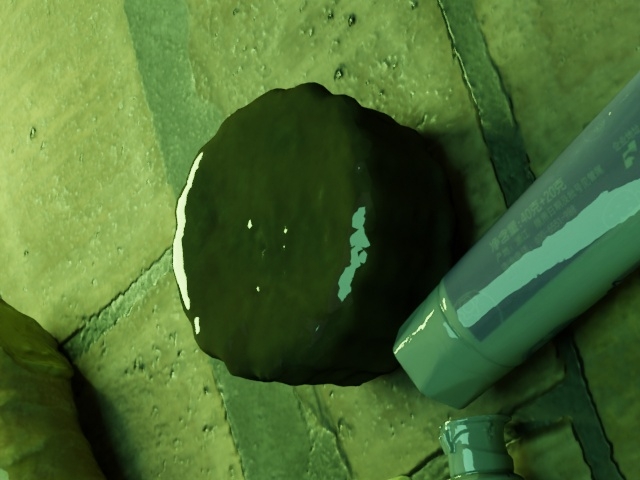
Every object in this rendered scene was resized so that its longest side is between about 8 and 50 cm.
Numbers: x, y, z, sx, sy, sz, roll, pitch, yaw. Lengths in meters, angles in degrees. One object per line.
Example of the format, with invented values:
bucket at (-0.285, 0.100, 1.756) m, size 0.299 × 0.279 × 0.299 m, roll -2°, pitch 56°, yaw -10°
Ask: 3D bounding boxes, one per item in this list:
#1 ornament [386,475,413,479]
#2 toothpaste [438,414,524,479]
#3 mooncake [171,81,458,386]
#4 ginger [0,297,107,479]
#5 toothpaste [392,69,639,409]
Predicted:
ornament at (0.049, 0.288, 1.211) m, size 0.180 × 0.059 × 0.201 m, roll 50°, pitch 131°, yaw 43°
toothpaste at (0.120, 0.239, 1.160) m, size 0.089 × 0.057 × 0.234 m, roll 107°, pitch 159°, yaw -76°
mooncake at (0.000, 0.000, 1.282) m, size 0.228 × 0.124 × 0.228 m, roll -13°, pitch 71°, yaw 44°
ginger at (-0.278, 0.196, 1.563) m, size 0.190 × 0.126 × 0.354 m, roll -27°, pitch 60°, yaw 22°
toothpaste at (0.191, -0.027, 1.107) m, size 0.371 × 0.080 × 0.125 m, roll -47°, pitch 52°, yaw 28°
